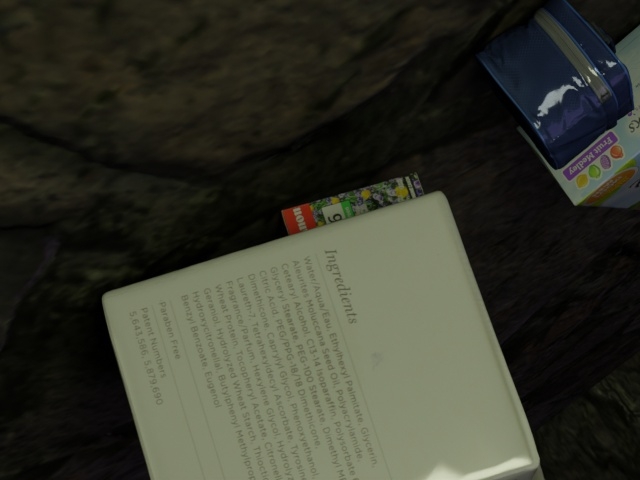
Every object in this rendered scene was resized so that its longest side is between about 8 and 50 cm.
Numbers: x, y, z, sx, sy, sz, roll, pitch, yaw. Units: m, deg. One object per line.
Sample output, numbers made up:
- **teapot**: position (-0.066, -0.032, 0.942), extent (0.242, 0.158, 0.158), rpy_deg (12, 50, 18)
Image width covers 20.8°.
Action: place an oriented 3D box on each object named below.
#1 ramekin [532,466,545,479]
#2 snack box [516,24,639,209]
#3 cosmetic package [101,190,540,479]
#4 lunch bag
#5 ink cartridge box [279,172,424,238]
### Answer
- **ramekin**: position (0.091, 0.200, 1.481), extent (0.109, 0.207, 0.207), rpy_deg (-34, 168, 27)
- **snack box**: position (0.240, -0.097, 1.140), extent (0.174, 0.070, 0.207), rpy_deg (-41, 163, 19)
- **cosmetic package**: position (0.001, 0.087, 0.911), extent (0.184, 0.151, 0.151), rpy_deg (-17, 164, -3)
- **lunch bag**: position (0.130, -0.085, 0.924), extent (0.065, 0.067, 0.098), rpy_deg (-37, 167, 5)
- **ink cartridge box**: position (0.000, 0.000, 0.954), extent (0.115, 0.029, 0.063), rpy_deg (-16, 162, -8)
